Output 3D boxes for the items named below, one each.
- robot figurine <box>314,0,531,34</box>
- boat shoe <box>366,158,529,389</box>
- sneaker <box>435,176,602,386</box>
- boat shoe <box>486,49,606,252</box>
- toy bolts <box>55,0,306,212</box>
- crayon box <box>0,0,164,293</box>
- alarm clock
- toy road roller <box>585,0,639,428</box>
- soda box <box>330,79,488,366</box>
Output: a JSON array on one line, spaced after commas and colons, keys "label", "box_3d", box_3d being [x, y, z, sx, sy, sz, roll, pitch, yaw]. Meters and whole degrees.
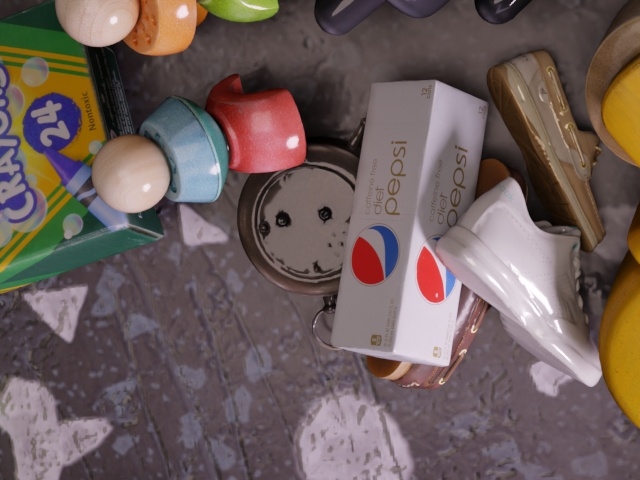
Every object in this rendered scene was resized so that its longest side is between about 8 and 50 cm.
[{"label": "robot figurine", "box_3d": [0.082, -0.279, 1.147, 0.278, 0.209, 0.173, -41, 52, 15]}, {"label": "boat shoe", "box_3d": [0.114, 0.031, 1.262, 0.073, 0.073, 0.207, 19, 110, -34]}, {"label": "sneaker", "box_3d": [0.181, 0.035, 1.211, 0.094, 0.080, 0.212, -52, 130, -10]}, {"label": "boat shoe", "box_3d": [0.195, -0.073, 1.227, 0.059, 0.063, 0.170, -29, 102, -11]}, {"label": "toy bolts", "box_3d": [-0.134, -0.136, 1.181, 0.158, 0.218, 0.228, -25, 111, -27]}, {"label": "crayon box", "box_3d": [-0.312, -0.051, 1.279, 0.323, 0.083, 0.203, -19, 77, 13]}, {"label": "alarm clock", "box_3d": [0.000, 0.000, 1.277, 0.129, 0.064, 0.192, -8, 102, 11]}, {"label": "toy road roller", "box_3d": [0.284, -0.006, 1.158, 0.240, 0.202, 0.329, -39, 94, 25]}, {"label": "soda box", "box_3d": [0.070, -0.014, 1.210, 0.069, 0.074, 0.216, 2, 80, 42]}]
